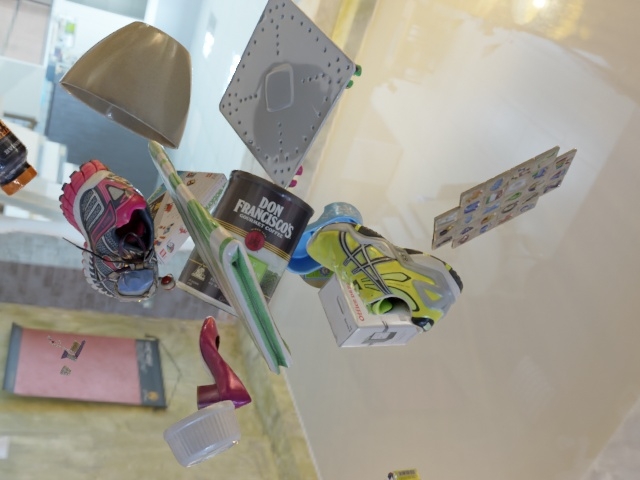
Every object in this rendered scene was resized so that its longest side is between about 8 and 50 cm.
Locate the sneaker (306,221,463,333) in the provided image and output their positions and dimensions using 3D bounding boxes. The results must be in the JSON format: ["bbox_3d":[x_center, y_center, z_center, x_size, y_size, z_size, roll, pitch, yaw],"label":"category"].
[{"bbox_3d":[0.110,0.073,1.465,0.384,0.145,0.147,19,-117,36],"label":"sneaker"}]

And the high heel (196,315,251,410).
[{"bbox_3d":[-0.330,0.420,2.334,0.127,0.181,0.378,88,-4,-52],"label":"high heel"}]

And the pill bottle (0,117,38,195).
[{"bbox_3d":[-0.760,-0.219,1.524,0.130,0.246,0.130,-30,-155,16],"label":"pill bottle"}]

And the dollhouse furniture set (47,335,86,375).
[{"bbox_3d":[-0.618,0.263,1.595,0.114,0.081,0.091,-17,-132,67],"label":"dollhouse furniture set"}]

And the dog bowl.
[{"bbox_3d":[0.000,0.000,2.053,0.074,0.297,0.166,-117,-178,-62],"label":"dog bowl"}]

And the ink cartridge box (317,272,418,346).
[{"bbox_3d":[0.160,0.220,2.150,0.121,0.289,0.211,-51,-132,37],"label":"ink cartridge box"}]

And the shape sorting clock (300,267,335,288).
[{"bbox_3d":[0.011,0.062,2.302,0.040,0.206,0.206,12,78,-70],"label":"shape sorting clock"}]

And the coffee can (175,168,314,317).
[{"bbox_3d":[-0.161,0.016,1.440,0.276,0.201,0.201,-64,-157,-7],"label":"coffee can"}]

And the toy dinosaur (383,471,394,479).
[{"bbox_3d":[0.229,0.710,1.966,0.082,0.090,0.047,-109,-173,-50],"label":"toy dinosaur"}]

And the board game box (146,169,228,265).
[{"bbox_3d":[-0.399,-0.069,1.786,0.192,0.053,0.305,8,-131,35],"label":"board game box"}]

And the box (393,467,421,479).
[{"bbox_3d":[0.201,0.630,1.477,0.087,0.058,0.233,-79,162,-89],"label":"box"}]

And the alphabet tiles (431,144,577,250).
[{"bbox_3d":[0.400,-0.087,1.488,0.011,0.342,0.285,62,-4,23],"label":"alphabet tiles"}]

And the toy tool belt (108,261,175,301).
[{"bbox_3d":[-0.253,0.056,0.956,0.051,0.083,0.052,80,-4,-45],"label":"toy tool belt"}]

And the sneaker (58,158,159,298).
[{"bbox_3d":[-0.303,0.013,1.035,0.121,0.112,0.299,-51,159,-26],"label":"sneaker"}]

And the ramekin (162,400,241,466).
[{"bbox_3d":[-0.317,0.535,1.842,0.109,0.207,0.207,63,-37,18],"label":"ramekin"}]

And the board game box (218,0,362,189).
[{"bbox_3d":[-0.094,-0.399,1.782,0.390,0.050,0.390,52,-56,31],"label":"board game box"}]

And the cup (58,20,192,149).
[{"bbox_3d":[-0.462,-0.418,1.736,0.237,0.331,0.331,-62,-156,-5],"label":"cup"}]

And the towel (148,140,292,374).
[{"bbox_3d":[-0.148,0.016,0.968,0.325,0.038,0.248,47,-18,49],"label":"towel"}]
